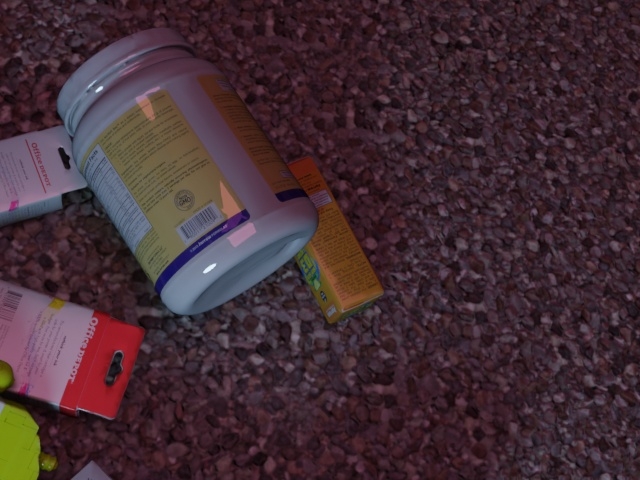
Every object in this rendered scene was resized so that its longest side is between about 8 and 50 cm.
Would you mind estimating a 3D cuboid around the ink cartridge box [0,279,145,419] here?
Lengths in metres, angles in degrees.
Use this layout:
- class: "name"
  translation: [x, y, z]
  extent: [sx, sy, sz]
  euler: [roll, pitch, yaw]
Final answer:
- class: "ink cartridge box"
  translation: [-0.359, 0.145, 1.220]
  extent: [0.231, 0.078, 0.134]
  euler: [19, 67, -7]

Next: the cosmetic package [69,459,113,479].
- class: "cosmetic package"
  translation: [-0.296, 0.478, 1.037]
  extent: [0.284, 0.097, 0.377]
  euler: [37, 59, 18]

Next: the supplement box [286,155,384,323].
- class: "supplement box"
  translation: [0.000, 0.000, 1.369]
  extent: [0.080, 0.078, 0.233]
  euler: [-26, 78, -22]

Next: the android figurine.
- class: "android figurine"
  translation: [-0.448, 0.248, 1.103]
  extent: [0.273, 0.056, 0.248]
  euler: [26, 81, -23]

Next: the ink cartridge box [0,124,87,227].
- class: "ink cartridge box"
  translation: [-0.424, -0.082, 1.294]
  extent: [0.181, 0.061, 0.104]
  euler: [-19, 77, -20]

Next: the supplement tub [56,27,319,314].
- class: "supplement tub"
  translation: [-0.182, -0.092, 1.263]
  extent: [0.241, 0.241, 0.331]
  euler: [-30, 79, -22]
